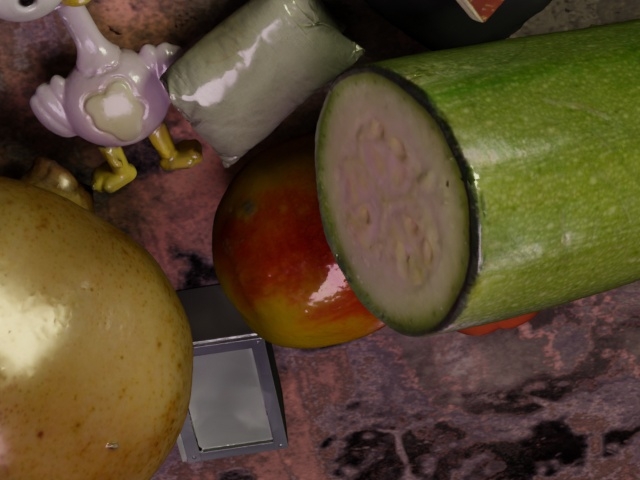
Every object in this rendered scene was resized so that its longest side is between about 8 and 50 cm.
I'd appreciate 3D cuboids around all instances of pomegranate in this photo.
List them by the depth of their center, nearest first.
[{"bbox_3d":[-0.320,0.103,1.884,0.417,0.416,0.416,-5,138,-4],"label":"pomegranate"}]

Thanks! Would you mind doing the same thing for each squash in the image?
[{"bbox_3d":[0.219,-0.068,1.783,0.384,0.263,0.263,-14,144,-31],"label":"squash"}]

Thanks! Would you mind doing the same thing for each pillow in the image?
[{"bbox_3d":[-0.061,-0.167,1.814,0.181,0.078,0.134,-42,142,5],"label":"pillow"}]

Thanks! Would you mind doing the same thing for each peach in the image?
[{"bbox_3d":[0.000,0.000,1.935,0.231,0.231,0.231,-5,138,-4],"label":"peach"}]

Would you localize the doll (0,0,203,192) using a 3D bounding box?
[{"bbox_3d":[-0.222,-0.197,1.782,0.160,0.094,0.365,-17,138,5],"label":"doll"}]

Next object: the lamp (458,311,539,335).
[{"bbox_3d":[0.173,0.018,2.029,0.188,0.164,0.187,-5,135,-5],"label":"lamp"}]

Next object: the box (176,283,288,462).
[{"bbox_3d":[-0.117,0.156,2.192,0.129,0.086,0.225,-9,139,1],"label":"box"}]

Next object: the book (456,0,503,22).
[{"bbox_3d":[0.117,-0.392,1.560,0.262,0.028,0.374,-51,128,-6],"label":"book"}]

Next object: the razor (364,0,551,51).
[{"bbox_3d":[0.090,-0.305,1.698,0.204,0.113,0.349,-33,133,20],"label":"razor"}]
